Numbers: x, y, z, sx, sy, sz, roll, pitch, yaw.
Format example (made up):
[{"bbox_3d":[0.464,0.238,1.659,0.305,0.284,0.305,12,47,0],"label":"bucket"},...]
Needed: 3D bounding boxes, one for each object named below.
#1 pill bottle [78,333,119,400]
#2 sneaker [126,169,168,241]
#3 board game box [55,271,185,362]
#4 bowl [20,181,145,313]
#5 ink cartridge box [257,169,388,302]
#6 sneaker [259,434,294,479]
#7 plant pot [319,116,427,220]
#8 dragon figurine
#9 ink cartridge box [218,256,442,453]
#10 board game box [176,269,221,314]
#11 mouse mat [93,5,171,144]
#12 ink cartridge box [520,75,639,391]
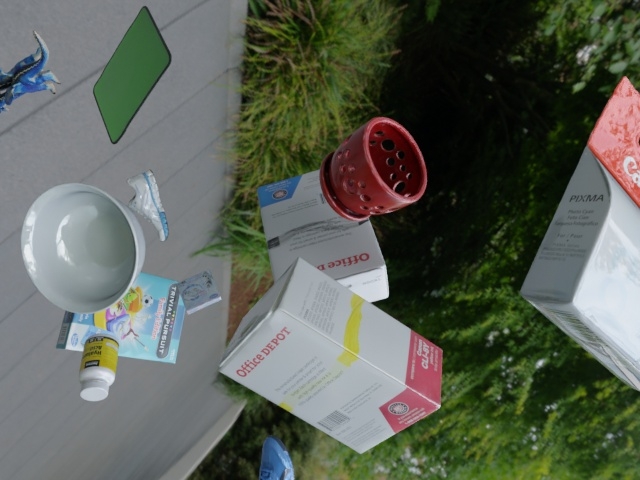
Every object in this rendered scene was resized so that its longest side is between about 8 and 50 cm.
[{"bbox_3d":[-0.424,0.242,0.958,0.065,0.065,0.116,-58,-148,35],"label":"pill bottle"},{"bbox_3d":[-0.451,-0.083,1.306,0.082,0.191,0.071,-19,-162,-18],"label":"sneaker"},{"bbox_3d":[-0.575,0.219,1.504,0.079,0.336,0.254,-8,-112,44],"label":"board game box"},{"bbox_3d":[-0.522,0.012,1.168,0.298,0.297,0.134,-54,174,14],"label":"bowl"},{"bbox_3d":[0.000,0.000,1.414,0.285,0.395,0.166,-16,142,1],"label":"ink cartridge box"},{"bbox_3d":[-0.104,0.529,1.066,0.082,0.210,0.069,-1,172,-45],"label":"sneaker"},{"bbox_3d":[0.102,-0.142,1.075,0.174,0.191,0.191,-24,-165,43],"label":"plant pot"},{"bbox_3d":[-0.649,-0.343,1.070,0.144,0.085,0.289,-34,-162,-29],"label":"dragon figurine"},{"bbox_3d":[0.021,0.252,1.067,0.279,0.384,0.160,-48,-166,39],"label":"ink cartridge box"},{"bbox_3d":[-0.308,0.129,1.271,0.090,0.090,0.020,-24,147,-10],"label":"board game box"},{"bbox_3d":[-0.313,-0.269,0.820,0.189,0.153,0.007,-44,149,26],"label":"mouse mat"},{"bbox_3d":[0.487,-0.005,0.743,0.385,0.308,0.091,-60,-155,-11],"label":"ink cartridge box"}]
